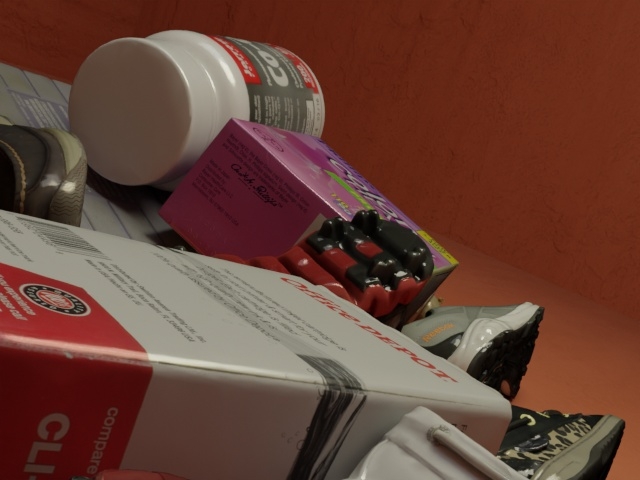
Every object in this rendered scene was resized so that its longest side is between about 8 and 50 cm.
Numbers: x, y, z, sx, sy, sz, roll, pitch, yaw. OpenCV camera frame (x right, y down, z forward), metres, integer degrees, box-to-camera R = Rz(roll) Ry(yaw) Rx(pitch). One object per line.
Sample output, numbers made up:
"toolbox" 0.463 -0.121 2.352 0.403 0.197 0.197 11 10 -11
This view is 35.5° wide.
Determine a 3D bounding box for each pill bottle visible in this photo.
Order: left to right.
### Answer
"pill bottle" -0.120 -0.133 1.039 0.161 0.161 0.283 23 14 19

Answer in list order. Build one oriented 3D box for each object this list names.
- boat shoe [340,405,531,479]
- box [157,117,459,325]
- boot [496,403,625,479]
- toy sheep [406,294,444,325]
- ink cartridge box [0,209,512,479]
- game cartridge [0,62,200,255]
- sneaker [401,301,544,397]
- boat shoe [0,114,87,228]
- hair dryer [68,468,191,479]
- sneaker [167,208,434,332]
"boat shoe" 0.116 0.138 0.352 0.258 0.084 0.095 27 -24 27
"box" 0.000 0.000 0.976 0.213 0.117 0.243 43 13 13
"boot" 0.102 0.132 0.676 0.179 0.085 0.236 21 8 23
"toy sheep" 0.087 0.057 1.173 0.132 0.091 0.091 40 10 6
"ink cartridge box" -0.075 0.076 0.479 0.273 0.114 0.197 14 9 -39
"game cartridge" -0.240 -0.070 1.032 0.230 0.068 0.355 9 28 -40
"sneaker" 0.150 0.100 0.987 0.108 0.100 0.271 18 6 25
"boat shoe" -0.280 -0.034 0.765 0.130 0.132 0.355 4 6 -32
"hair dryer" -0.035 0.158 0.270 0.293 0.080 0.223 10 35 -48
"sneaker" -0.047 0.068 0.701 0.276 0.135 0.097 -12 38 -31
